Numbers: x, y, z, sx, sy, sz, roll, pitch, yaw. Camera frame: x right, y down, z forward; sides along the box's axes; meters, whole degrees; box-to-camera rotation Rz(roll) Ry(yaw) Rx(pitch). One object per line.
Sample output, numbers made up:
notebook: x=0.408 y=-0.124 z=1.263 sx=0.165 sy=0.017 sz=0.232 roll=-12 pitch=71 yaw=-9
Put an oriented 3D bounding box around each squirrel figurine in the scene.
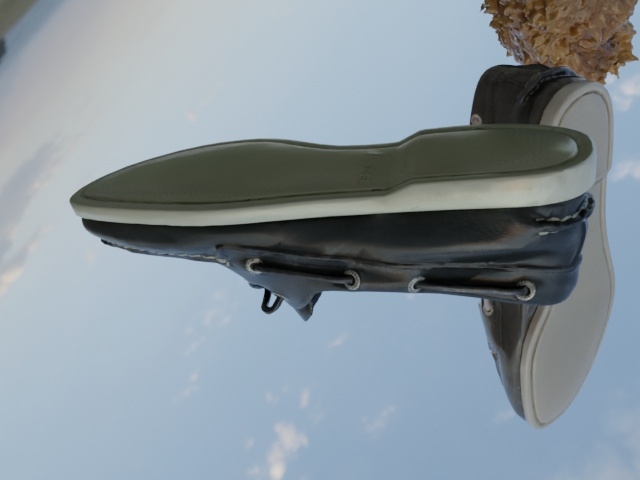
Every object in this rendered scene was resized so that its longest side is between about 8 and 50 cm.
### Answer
squirrel figurine: x=0.261 y=-0.370 z=1.133 sx=0.370 sy=0.281 sz=0.397 roll=155 pitch=-64 yaw=-74

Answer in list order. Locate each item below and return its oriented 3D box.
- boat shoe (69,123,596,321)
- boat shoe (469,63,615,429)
boat shoe: x=0.002 y=-0.002 z=0.598 sx=0.340 sy=0.113 sz=0.127 roll=-4 pitch=-155 yaw=14
boat shoe: x=0.180 y=0.007 z=0.788 sx=0.112 sy=0.335 sz=0.095 roll=-25 pitch=-143 yaw=-28
